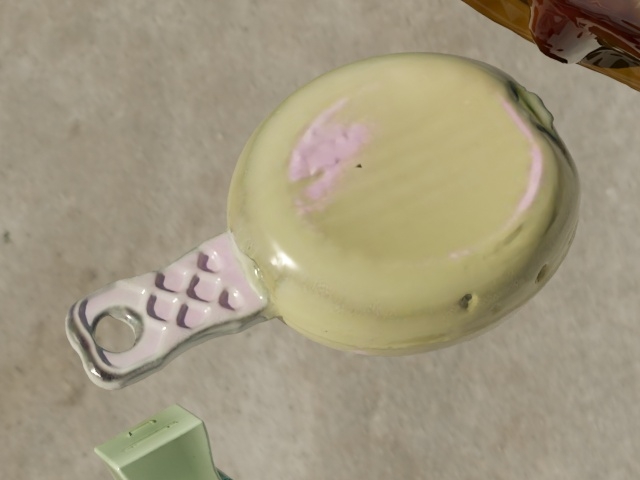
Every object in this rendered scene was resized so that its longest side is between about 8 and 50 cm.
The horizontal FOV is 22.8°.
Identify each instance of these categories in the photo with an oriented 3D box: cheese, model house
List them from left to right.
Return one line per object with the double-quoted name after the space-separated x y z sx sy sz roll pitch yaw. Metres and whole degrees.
-0.178 0.290 1.879 0.127 0.149 0.100 -27 16 -19 "model house"
0.000 0.000 0.675 0.227 0.064 0.137 -25 64 -18 "cheese"

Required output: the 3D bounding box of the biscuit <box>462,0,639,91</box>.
0.173 -0.090 0.561 0.366 0.268 0.115 26 105 8 "biscuit"
